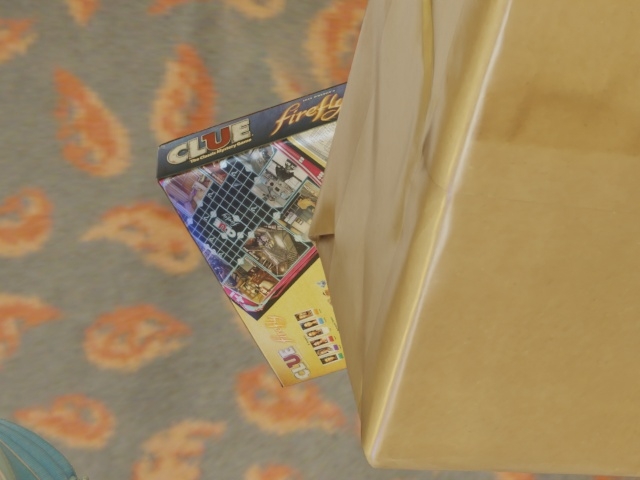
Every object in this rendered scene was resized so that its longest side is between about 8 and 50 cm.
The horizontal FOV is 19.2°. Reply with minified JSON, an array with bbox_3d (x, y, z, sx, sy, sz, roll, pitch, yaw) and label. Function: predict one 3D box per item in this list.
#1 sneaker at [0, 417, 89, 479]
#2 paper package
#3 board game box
[{"bbox_3d":[-0.162,0.234,1.102,0.127,0.208,0.319,-24,87,6],"label":"sneaker"},{"bbox_3d":[0.185,-0.046,0.880,0.325,0.168,0.309,4,128,-14],"label":"paper package"},{"bbox_3d":[0.000,0.000,1.426,0.165,0.042,0.243,-17,132,12],"label":"board game box"}]
